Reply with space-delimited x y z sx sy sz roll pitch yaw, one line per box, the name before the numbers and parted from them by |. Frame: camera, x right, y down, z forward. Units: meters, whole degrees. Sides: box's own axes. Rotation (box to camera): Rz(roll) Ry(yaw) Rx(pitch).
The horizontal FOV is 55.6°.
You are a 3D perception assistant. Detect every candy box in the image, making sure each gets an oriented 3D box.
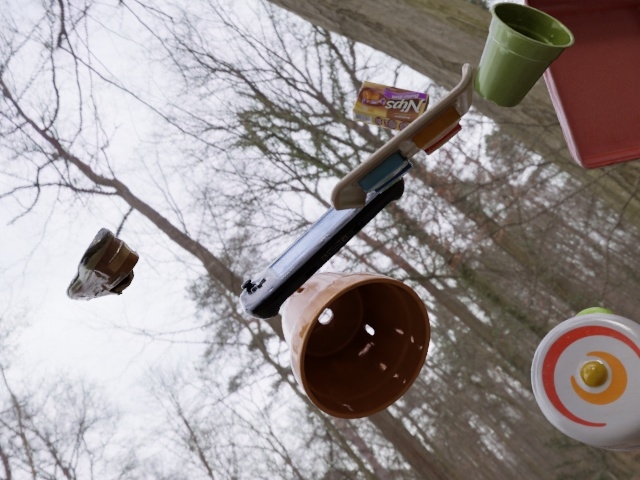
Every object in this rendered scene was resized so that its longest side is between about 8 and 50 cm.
candy box | 0.191 -0.360 1.648 0.053 0.187 0.109 77 -148 -63

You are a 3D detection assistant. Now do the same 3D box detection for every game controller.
game controller | 0.000 0.000 0.953 0.319 0.166 0.067 -44 -86 -6

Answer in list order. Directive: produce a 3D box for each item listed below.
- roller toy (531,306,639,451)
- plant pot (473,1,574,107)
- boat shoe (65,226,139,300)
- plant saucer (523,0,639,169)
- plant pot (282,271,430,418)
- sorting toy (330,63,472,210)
roller toy | 0.423 0.210 0.898 0.146 0.209 0.191 29 -83 -46
plant pot | 0.189 -0.177 0.597 0.083 0.083 0.079 -13 -37 -31
boat shoe | -0.497 0.083 1.398 0.120 0.324 0.122 30 -120 -15
plant saucer | 0.422 -0.236 0.870 0.258 0.259 0.048 -13 -8 -19
plant pot | 0.050 0.185 1.248 0.291 0.203 0.291 -8 -72 -24
sorting toy | 0.109 -0.109 0.730 0.208 0.038 0.193 -43 -6 13
